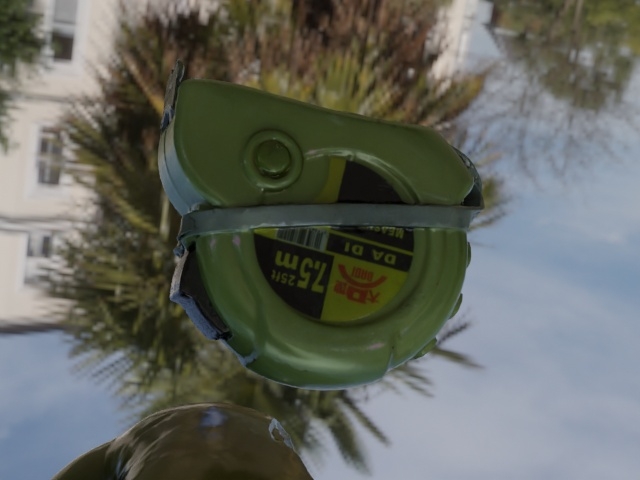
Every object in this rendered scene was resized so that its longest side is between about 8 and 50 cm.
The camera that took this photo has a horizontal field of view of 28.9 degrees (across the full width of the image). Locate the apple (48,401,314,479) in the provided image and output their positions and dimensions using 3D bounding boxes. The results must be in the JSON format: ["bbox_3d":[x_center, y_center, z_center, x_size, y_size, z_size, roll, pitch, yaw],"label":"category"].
[{"bbox_3d":[-0.074,0.235,0.702,0.279,0.279,0.279,9,-164,-3],"label":"apple"}]

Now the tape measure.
[{"bbox_3d":[0.000,0.000,0.641,0.178,0.154,0.087,9,168,-12],"label":"tape measure"}]
